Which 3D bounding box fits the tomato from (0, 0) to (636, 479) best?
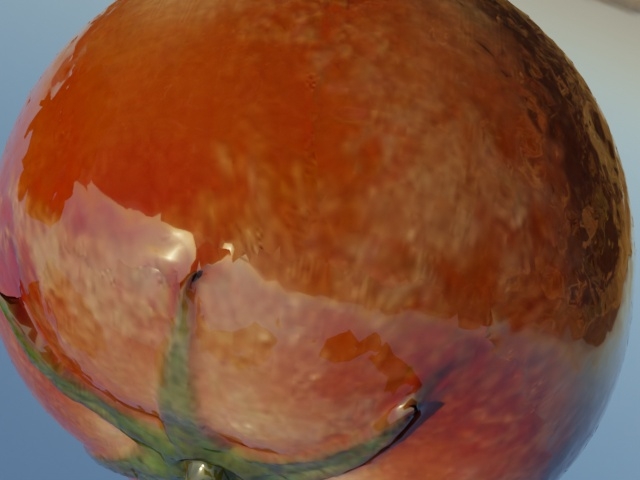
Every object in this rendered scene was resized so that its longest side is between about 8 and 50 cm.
[{"bbox_3d":[0.000,0.000,0.504,0.265,0.264,0.265,21,-164,-6],"label":"tomato"}]
